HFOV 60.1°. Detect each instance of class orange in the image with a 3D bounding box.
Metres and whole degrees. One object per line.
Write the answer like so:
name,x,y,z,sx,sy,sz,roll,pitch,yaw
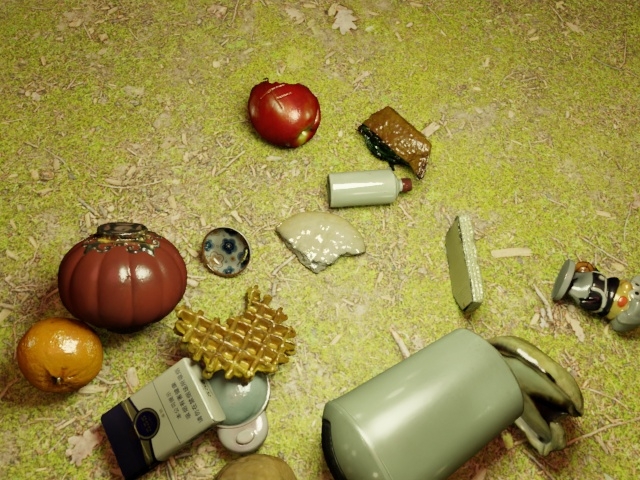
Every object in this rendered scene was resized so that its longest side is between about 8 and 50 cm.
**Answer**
orange,-0.608,0.273,1.299,0.193,0.193,0.161,-7,48,-7

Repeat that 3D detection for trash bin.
trash bin,0.211,0.407,1.239,0.431,0.280,0.280,-28,68,-19

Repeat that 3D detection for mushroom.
mushroom,0.521,0.332,1.304,0.211,0.218,0.292,-10,55,-28

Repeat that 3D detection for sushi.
sushi,0.236,-0.286,1.657,0.140,0.149,0.287,-48,70,13

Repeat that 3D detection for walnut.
walnut,-0.148,0.537,1.200,0.237,0.204,0.141,-5,42,-12

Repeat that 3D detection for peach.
peach,-0.112,-0.393,1.663,0.226,0.196,0.189,48,37,16

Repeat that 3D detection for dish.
dish,-0.245,0.021,1.513,0.140,0.078,0.141,3,106,12

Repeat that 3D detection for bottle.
bottle,0.144,-0.154,1.603,0.244,0.104,0.104,-4,64,-5

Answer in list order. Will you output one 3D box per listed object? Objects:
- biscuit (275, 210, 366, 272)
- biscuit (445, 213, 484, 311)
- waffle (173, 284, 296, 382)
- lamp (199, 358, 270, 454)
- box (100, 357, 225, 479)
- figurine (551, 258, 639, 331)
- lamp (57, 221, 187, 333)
biscuit,0.000,0.000,1.555,0.265,0.040,0.188,10,61,2
biscuit,0.386,0.069,1.480,0.052,0.150,0.253,-1,63,-2
waffle,-0.197,0.233,1.344,0.292,0.069,0.260,-12,48,-37
lamp,-0.203,0.381,1.317,0.179,0.108,0.246,-17,66,-7
box,-0.363,0.407,1.266,0.259,0.071,0.168,-36,69,5
figurine,0.759,0.140,1.481,0.236,0.133,0.176,23,46,14
lamp,-0.479,0.089,1.350,0.302,0.303,0.257,3,107,-2
